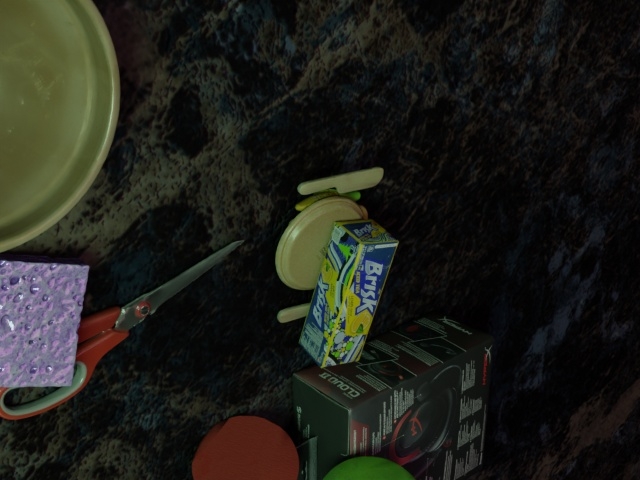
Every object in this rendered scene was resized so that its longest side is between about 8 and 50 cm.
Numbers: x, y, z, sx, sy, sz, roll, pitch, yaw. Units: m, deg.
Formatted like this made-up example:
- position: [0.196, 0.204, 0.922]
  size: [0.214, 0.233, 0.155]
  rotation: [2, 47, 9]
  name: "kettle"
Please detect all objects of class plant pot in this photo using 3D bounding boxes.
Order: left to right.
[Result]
- position: [-0.280, -0.112, 0.708]
  size: [0.237, 0.109, 0.237]
  rotation: [-19, 120, -37]
  name: "plant pot"

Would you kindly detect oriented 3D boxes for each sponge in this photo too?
- position: [-0.305, 0.068, 0.806]
  size: [0.210, 0.031, 0.117]
  rotation: [6, 101, -39]
  name: "sponge"

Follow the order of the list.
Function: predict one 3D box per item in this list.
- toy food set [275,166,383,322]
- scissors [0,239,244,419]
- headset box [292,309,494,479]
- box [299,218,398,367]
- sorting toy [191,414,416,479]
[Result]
- position: [0.000, 0.000, 1.087]
  size: [0.132, 0.038, 0.192]
  rotation: [-12, 127, -35]
  name: "toy food set"
- position: [-0.195, 0.085, 0.948]
  size: [0.297, 0.021, 0.109]
  rotation: [-22, 120, -37]
  name: "scissors"
- position: [0.084, 0.244, 1.218]
  size: [0.293, 0.110, 0.218]
  rotation: [-20, 121, -37]
  name: "headset box"
- position: [0.031, 0.061, 1.087]
  size: [0.059, 0.054, 0.169]
  rotation: [-5, 124, -38]
  name: "box"
- position: [0.028, 0.324, 1.087]
  size: [0.126, 0.365, 0.127]
  rotation: [99, 11, -51]
  name: "sorting toy"
